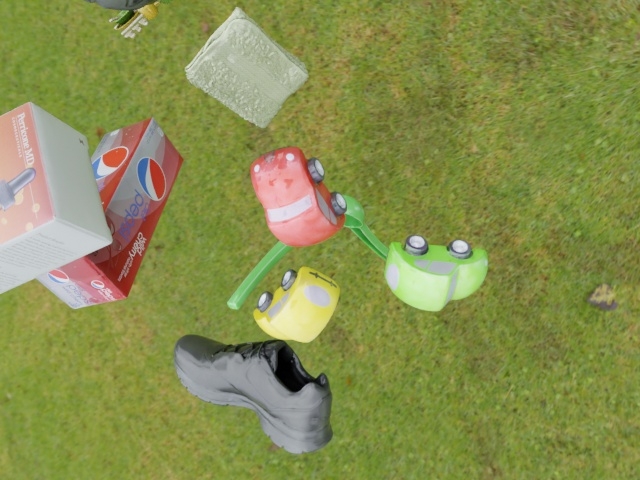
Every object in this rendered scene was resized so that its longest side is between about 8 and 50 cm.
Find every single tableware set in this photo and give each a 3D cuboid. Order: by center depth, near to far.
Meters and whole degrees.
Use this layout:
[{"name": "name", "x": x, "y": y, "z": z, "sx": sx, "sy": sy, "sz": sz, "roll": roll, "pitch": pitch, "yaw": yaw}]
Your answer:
[{"name": "tableware set", "x": -0.247, "y": -0.329, "z": 0.918, "sx": 0.104, "sy": 0.154, "sz": 0.024, "roll": -44, "pitch": 123, "yaw": -3}]

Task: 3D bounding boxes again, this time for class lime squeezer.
[{"name": "lime squeezer", "x": 0.000, "y": 0.000, "z": 0.816, "sx": 0.059, "sy": 0.310, "sz": 0.109, "roll": 23, "pitch": 112, "yaw": 37}]

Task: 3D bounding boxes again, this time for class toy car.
[{"name": "toy car", "x": 0.045, "y": 0.029, "z": 0.613, "sx": 0.225, "sy": 0.053, "sz": 0.239, "roll": 5, "pitch": 134, "yaw": 0}]

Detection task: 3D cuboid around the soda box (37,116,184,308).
[{"name": "soda box", "x": -0.265, "y": -0.042, "z": 0.852, "sx": 0.092, "sy": 0.263, "sz": 0.083, "roll": -13, "pitch": 132, "yaw": 22}]

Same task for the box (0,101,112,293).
[{"name": "box", "x": -0.313, "y": -0.032, "z": 0.649, "sx": 0.171, "sy": 0.091, "sz": 0.130, "roll": -24, "pitch": 70, "yaw": 10}]

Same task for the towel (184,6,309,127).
[{"name": "towel", "x": -0.089, "y": -0.210, "z": 0.833, "sx": 0.110, "sy": 0.148, "sz": 0.027, "roll": -48, "pitch": 48, "yaw": 11}]

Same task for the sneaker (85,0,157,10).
[{"name": "sneaker", "x": -0.090, "y": -0.290, "z": 0.377, "sx": 0.134, "sy": 0.146, "sz": 0.343, "roll": -14, "pitch": 71, "yaw": 49}]

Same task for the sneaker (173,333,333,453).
[{"name": "sneaker", "x": -0.097, "y": 0.192, "z": 0.979, "sx": 0.286, "sy": 0.109, "sz": 0.130, "roll": 21, "pitch": 118, "yaw": 24}]
